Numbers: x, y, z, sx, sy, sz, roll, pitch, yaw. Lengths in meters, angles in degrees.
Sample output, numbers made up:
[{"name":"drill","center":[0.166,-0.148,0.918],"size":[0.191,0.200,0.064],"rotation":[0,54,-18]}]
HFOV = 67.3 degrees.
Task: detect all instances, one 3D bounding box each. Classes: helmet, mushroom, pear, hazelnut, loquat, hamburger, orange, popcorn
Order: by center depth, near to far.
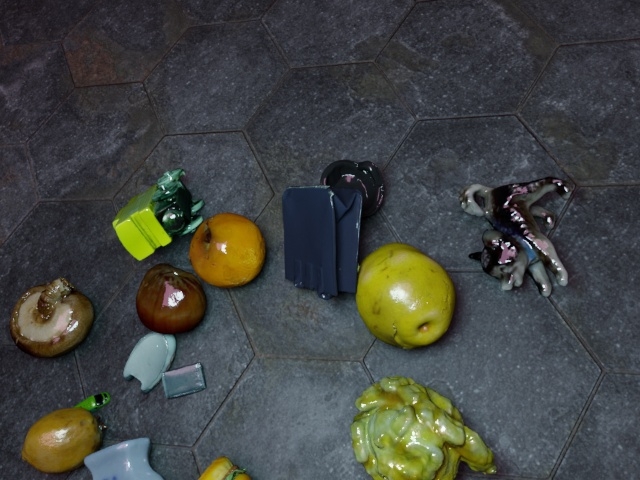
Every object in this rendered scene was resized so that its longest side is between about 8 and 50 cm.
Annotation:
[{"name":"popcorn","center":[0.236,0.507,1.218],"size":[0.279,0.274,0.335],"rotation":[-40,66,-3]},{"name":"hamburger","center":[-0.272,0.709,1.266],"size":[0.170,0.246,0.246],"rotation":[37,79,8]},{"name":"pear","center":[0.241,0.150,1.390],"size":[0.285,0.285,0.336],"rotation":[-8,22,9]},{"name":"loquat","center":[-0.765,0.600,1.445],"size":[0.234,0.187,0.176],"rotation":[-11,58,-27]},{"name":"hazelnut","center":[-0.484,0.180,1.542],"size":[0.217,0.217,0.251],"rotation":[-45,46,-8]},{"name":"orange","center":[-0.299,0.031,1.547],"size":[0.246,0.246,0.246],"rotation":[-4,67,11]},{"name":"helmet","center":[0.098,-0.161,1.566],"size":[0.216,0.193,0.189],"rotation":[42,70,10]},{"name":"mushroom","center":[-0.909,0.261,1.637],"size":[0.297,0.163,0.278],"rotation":[24,83,21]}]

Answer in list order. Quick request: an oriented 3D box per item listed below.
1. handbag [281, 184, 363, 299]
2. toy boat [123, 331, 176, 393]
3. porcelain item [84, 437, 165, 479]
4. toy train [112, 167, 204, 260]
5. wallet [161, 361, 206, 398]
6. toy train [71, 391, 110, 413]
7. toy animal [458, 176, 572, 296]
[{"name":"handbag","center":[0.000,0.000,1.443],"size":[0.122,0.303,0.329],"rotation":[-3,97,-32]},{"name":"toy boat","center":[-0.543,0.384,1.559],"size":[0.134,0.079,0.208],"rotation":[27,87,19]},{"name":"porcelain item","center":[-0.522,0.777,1.325],"size":[0.242,0.178,0.405],"rotation":[-22,68,2]},{"name":"toy train","center":[-0.538,-0.091,1.599],"size":[0.272,0.179,0.442],"rotation":[-32,22,-3]},{"name":"wallet","center":[-0.430,0.442,1.515],"size":[0.129,0.026,0.088],"rotation":[-14,84,-3]},{"name":"toy train","center":[-0.781,0.554,1.548],"size":[0.209,0.042,0.044],"rotation":[-32,66,-2]},{"name":"toy animal","center":[0.549,-0.014,1.415],"size":[0.302,0.194,0.344],"rotation":[10,67,10]}]
